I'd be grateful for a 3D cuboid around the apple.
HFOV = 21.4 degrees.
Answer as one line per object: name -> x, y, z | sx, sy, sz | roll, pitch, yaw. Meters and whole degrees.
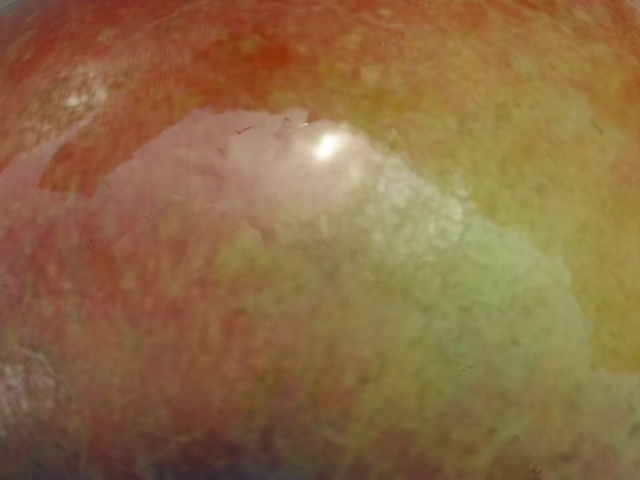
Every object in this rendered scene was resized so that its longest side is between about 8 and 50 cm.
apple -> 0.003, 0.043, 0.582 | 0.348, 0.277, 0.348 | 6, 131, 7
